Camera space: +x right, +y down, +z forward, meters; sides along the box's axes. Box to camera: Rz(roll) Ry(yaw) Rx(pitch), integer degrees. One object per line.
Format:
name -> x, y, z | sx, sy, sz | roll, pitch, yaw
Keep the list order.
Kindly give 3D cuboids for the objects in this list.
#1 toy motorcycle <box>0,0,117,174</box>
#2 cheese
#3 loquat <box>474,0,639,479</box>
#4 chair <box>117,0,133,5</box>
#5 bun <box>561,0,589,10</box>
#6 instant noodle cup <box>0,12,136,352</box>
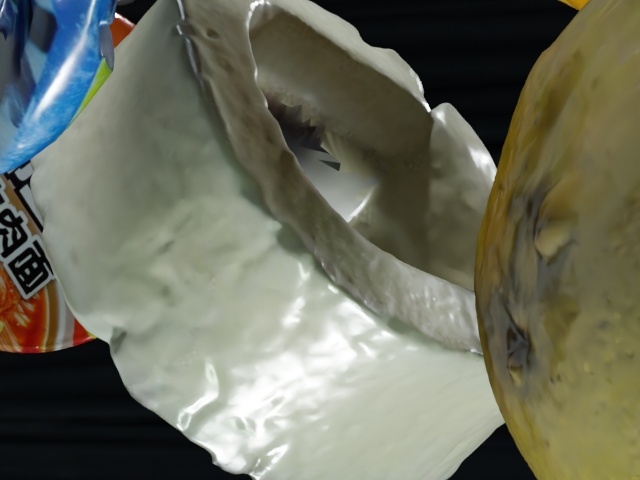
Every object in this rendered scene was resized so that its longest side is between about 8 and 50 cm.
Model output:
toy motorcycle -> -0.050, -0.114, 0.473 | 0.136, 0.254, 0.092 | 17, 38, -34
cheese -> 0.001, -0.003, 1.175 | 0.332, 0.153, 0.292 | 27, 33, -40
loquat -> 0.165, 0.017, 0.653 | 0.244, 0.244, 0.243 | -3, 90, -72
chair -> -0.128, -0.140, 0.863 | 0.113, 0.229, 0.106 | 9, 85, -57
bun -> 0.151, -0.245, 1.088 | 0.299, 0.165, 0.299 | 55, -19, 30
instant noodle cup -> -0.165, -0.039, 1.420 | 0.192, 0.250, 0.250 | 13, 76, -69
